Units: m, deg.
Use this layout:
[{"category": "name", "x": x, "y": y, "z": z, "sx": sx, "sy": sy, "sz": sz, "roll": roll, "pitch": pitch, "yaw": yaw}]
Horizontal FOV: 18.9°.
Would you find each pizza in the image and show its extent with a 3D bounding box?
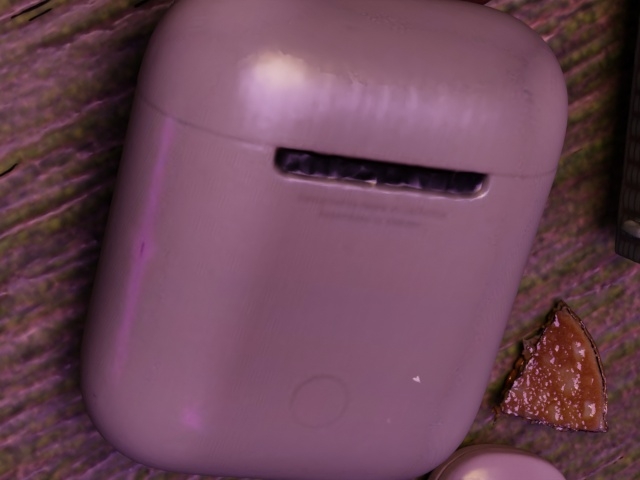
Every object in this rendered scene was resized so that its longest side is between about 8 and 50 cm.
[{"category": "pizza", "x": 0.177, "y": 0.094, "z": 1.444, "sx": 0.100, "sy": 0.029, "sz": 0.099, "roll": 8, "pitch": 90, "yaw": -24}]

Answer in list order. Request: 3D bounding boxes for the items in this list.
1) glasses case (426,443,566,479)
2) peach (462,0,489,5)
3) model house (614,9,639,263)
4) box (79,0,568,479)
[{"category": "glasses case", "x": 0.110, "y": 0.297, "z": 1.430, "sx": 0.113, "sy": 0.075, "sz": 0.296, "roll": 9, "pitch": 97, "yaw": -19}, {"category": "peach", "x": 0.066, "y": -0.222, "z": 1.275, "sx": 0.152, "sy": 0.152, "sz": 0.152, "roll": -4, "pitch": 102, "yaw": -20}, {"category": "model house", "x": 0.327, "y": -0.090, "z": 1.360, "sx": 0.215, "sy": 0.198, "sz": 0.224, "roll": 5, "pitch": 100, "yaw": 4}, {"category": "box", "x": 0.000, "y": 0.001, "z": 1.269, "sx": 0.289, "sy": 0.141, "sz": 0.349, "roll": 7, "pitch": 113, "yaw": -20}]
